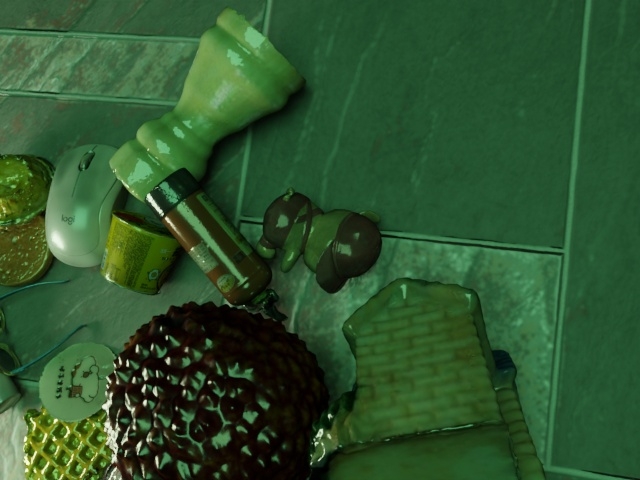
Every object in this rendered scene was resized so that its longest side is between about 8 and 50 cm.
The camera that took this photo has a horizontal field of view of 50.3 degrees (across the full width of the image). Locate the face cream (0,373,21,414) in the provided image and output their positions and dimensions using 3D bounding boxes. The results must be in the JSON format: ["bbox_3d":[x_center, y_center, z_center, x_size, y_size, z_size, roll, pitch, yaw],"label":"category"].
[{"bbox_3d":[-0.811,0.284,1.605,0.107,0.073,0.269,-40,76,3],"label":"face cream"}]

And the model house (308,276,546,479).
[{"bbox_3d":[0.180,0.310,1.255,0.394,0.445,0.400,-13,41,14],"label":"model house"}]

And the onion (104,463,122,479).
[{"bbox_3d":[-0.383,0.558,1.448,0.195,0.140,0.218,35,90,17],"label":"onion"}]

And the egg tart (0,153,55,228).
[{"bbox_3d":[-0.735,-0.129,1.617,0.212,0.090,0.213,1,66,-2],"label":"egg tart"}]

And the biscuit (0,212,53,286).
[{"bbox_3d":[-0.768,-0.009,1.651,0.288,0.044,0.202,30,83,15],"label":"biscuit"}]

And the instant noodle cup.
[{"bbox_3d":[-0.400,0.029,1.517,0.182,0.182,0.144,24,97,13],"label":"instant noodle cup"}]

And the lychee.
[{"bbox_3d":[-0.178,0.343,1.295,0.500,0.424,0.424,44,92,15],"label":"lychee"}]

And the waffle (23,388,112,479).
[{"bbox_3d":[-0.544,0.467,1.528,0.291,0.051,0.291,-2,77,9],"label":"waffle"}]

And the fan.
[{"bbox_3d":[-0.479,0.310,1.543,0.329,0.009,0.191,-8,57,3],"label":"fan"}]

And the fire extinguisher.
[{"bbox_3d":[-0.204,0.026,1.444,0.113,0.200,0.376,-40,91,-2],"label":"fire extinguisher"}]

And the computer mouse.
[{"bbox_3d":[-0.551,-0.088,1.585,0.184,0.121,0.297,9,85,13],"label":"computer mouse"}]

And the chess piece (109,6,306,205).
[{"bbox_3d":[-0.263,-0.276,1.514,0.442,0.234,0.234,-46,76,6],"label":"chess piece"}]

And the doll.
[{"bbox_3d":[0.001,0.000,1.447,0.255,0.152,0.196,20,86,13],"label":"doll"}]

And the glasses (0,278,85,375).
[{"bbox_3d":[-0.673,0.198,1.610,0.220,0.088,0.190,-22,77,-13],"label":"glasses"}]
